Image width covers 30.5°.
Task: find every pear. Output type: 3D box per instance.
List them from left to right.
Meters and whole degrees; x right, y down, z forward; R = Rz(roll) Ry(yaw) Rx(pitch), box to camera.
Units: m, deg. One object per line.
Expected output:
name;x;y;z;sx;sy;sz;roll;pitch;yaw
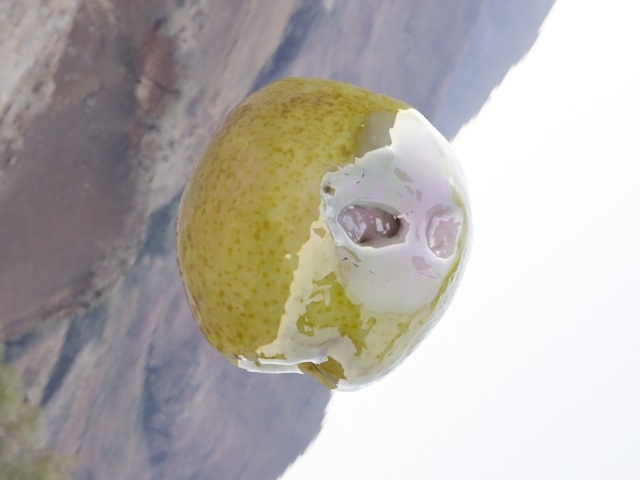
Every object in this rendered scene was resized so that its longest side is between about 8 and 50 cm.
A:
pear;0.000;0.000;0.658;0.178;0.178;0.178;-59;-179;2
